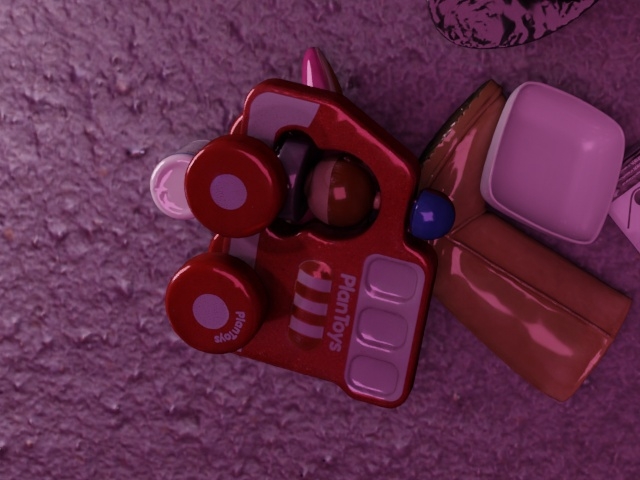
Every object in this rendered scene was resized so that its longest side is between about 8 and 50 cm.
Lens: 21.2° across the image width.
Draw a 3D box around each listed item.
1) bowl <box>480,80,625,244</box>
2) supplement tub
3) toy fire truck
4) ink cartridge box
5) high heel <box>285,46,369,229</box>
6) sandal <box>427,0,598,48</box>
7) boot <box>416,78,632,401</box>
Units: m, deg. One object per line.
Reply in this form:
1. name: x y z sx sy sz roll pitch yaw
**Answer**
1. bowl: 0.226 -0.075 1.712 0.142 0.053 0.142 24 76 -20
2. supplement tub: -0.134 -0.065 1.815 0.071 0.107 0.071 2 102 11
3. toy fire truck: 0.000 0.000 1.698 0.254 0.169 0.302 15 112 10
4. ink cartridge box: 0.382 -0.083 1.744 0.207 0.046 0.097 -38 94 16
5. high heel: -0.020 -0.078 1.808 0.117 0.082 0.244 -9 111 9
6. sandal: 0.294 -0.332 1.672 0.446 0.107 0.167 -28 97 14
7. boot: 0.209 -0.001 1.780 0.269 0.089 0.236 35 99 -5
